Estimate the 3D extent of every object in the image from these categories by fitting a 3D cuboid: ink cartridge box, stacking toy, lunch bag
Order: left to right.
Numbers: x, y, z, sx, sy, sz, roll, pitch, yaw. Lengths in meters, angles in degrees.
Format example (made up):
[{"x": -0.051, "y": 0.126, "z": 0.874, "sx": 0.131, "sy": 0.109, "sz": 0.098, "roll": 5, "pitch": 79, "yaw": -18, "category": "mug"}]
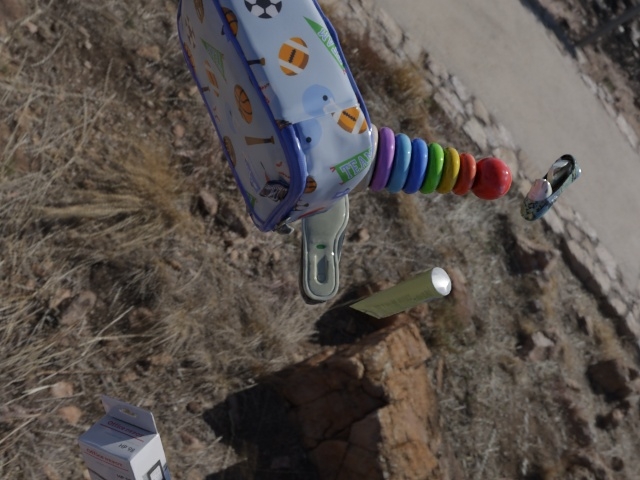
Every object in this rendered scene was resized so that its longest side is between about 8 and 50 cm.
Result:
[{"x": -0.275, "y": 0.315, "z": 0.930, "sx": 0.060, "sy": 0.104, "sz": 0.180, "roll": -43, "pitch": 134, "yaw": -49, "category": "ink cartridge box"}, {"x": -0.063, "y": -0.157, "z": 0.724, "sx": 0.115, "sy": 0.243, "sz": 0.303, "roll": -20, "pitch": 84, "yaw": -21, "category": "lunch bag"}, {"x": 0.232, "y": -0.146, "z": 1.347, "sx": 0.330, "sy": 0.141, "sz": 0.141, "roll": 9, "pitch": 57, "yaw": -5, "category": "stacking toy"}]

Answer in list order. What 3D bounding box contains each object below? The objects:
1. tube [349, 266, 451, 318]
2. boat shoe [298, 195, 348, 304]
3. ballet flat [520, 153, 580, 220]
[{"x": 0.173, "y": 0.122, "z": 1.426, "sx": 0.062, "sy": 0.240, "sz": 0.070, "roll": -35, "pitch": 93, "yaw": -45, "category": "tube"}, {"x": 0.000, "y": 0.000, "z": 1.182, "sx": 0.084, "sy": 0.079, "sz": 0.233, "roll": 9, "pitch": 72, "yaw": -7, "category": "boat shoe"}, {"x": 0.488, "y": -0.120, "z": 1.412, "sx": 0.188, "sy": 0.070, "sz": 0.070, "roll": -44, "pitch": 101, "yaw": -23, "category": "ballet flat"}]
